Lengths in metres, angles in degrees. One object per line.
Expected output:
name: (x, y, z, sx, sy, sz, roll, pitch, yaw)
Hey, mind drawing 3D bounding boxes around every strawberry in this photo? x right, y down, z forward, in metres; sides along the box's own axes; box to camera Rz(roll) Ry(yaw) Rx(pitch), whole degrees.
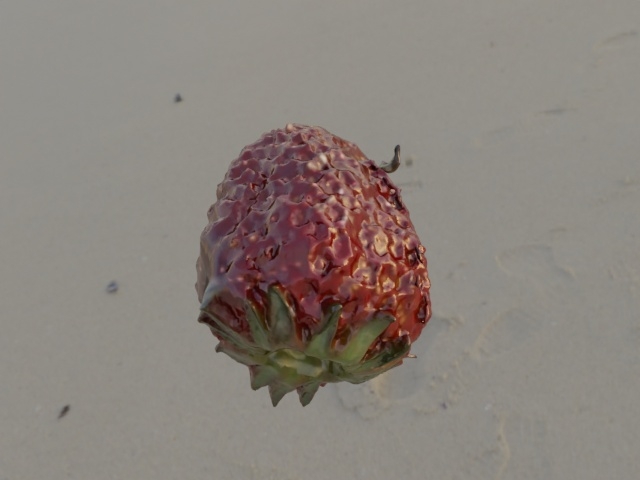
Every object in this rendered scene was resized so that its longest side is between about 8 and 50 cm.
strawberry: (0.002, 0.000, 1.036, 0.292, 0.292, 0.343, -1, 59, 18)
